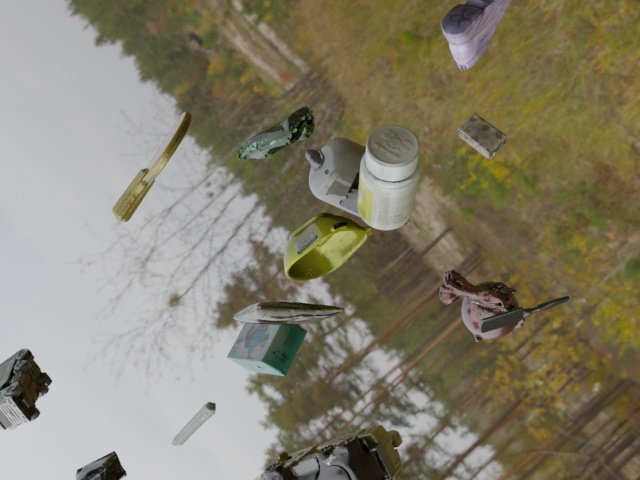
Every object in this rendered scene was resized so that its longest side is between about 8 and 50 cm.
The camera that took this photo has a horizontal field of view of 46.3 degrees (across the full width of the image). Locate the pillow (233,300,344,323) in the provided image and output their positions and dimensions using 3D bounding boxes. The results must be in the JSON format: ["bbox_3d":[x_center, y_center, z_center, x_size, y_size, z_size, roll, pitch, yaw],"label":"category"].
[{"bbox_3d":[-0.080,0.172,1.769,0.212,0.208,0.052,151,119,-65],"label":"pillow"}]

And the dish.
[{"bbox_3d":[0.000,0.000,2.106,0.221,0.262,0.108,4,-130,-52],"label":"dish"}]

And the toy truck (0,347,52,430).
[{"bbox_3d":[-0.777,0.376,1.920,0.253,0.124,0.114,-107,-9,-64],"label":"toy truck"}]

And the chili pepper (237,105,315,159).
[{"bbox_3d":[-0.102,-0.222,1.639,0.108,0.216,0.062,-33,-83,-55],"label":"chili pepper"}]

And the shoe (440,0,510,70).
[{"bbox_3d":[0.366,-0.499,1.693,0.095,0.245,0.137,27,156,31],"label":"shoe"}]

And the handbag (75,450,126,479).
[{"bbox_3d":[-0.536,0.585,1.797,0.139,0.115,0.072,-125,10,-80],"label":"handbag"}]

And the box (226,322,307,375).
[{"bbox_3d":[-0.162,0.310,2.218,0.092,0.153,0.245,37,157,-24],"label":"box"}]

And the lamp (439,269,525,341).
[{"bbox_3d":[0.428,0.162,1.954,0.215,0.151,0.223,9,133,23],"label":"lamp"}]

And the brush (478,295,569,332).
[{"bbox_3d":[0.416,0.148,1.532,0.063,0.193,0.016,73,-178,-59],"label":"brush"}]

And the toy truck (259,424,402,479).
[{"bbox_3d":[0.041,0.641,2.085,0.254,0.405,0.180,-19,-98,-58],"label":"toy truck"}]

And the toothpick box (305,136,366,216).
[{"bbox_3d":[0.101,-0.193,2.278,0.316,0.229,0.229,22,-169,-22],"label":"toothpick box"}]

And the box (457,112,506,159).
[{"bbox_3d":[0.361,-0.233,1.671,0.098,0.062,0.045,40,175,22],"label":"box"}]

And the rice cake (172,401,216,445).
[{"bbox_3d":[-0.354,0.515,2.087,0.033,0.207,0.033,29,-148,-23],"label":"rice cake"}]

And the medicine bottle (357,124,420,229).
[{"bbox_3d":[0.164,-0.147,1.787,0.143,0.143,0.258,47,157,24],"label":"medicine bottle"}]

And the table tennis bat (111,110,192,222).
[{"bbox_3d":[-0.406,-0.179,1.808,0.050,0.321,0.198,32,-167,-20],"label":"table tennis bat"}]
